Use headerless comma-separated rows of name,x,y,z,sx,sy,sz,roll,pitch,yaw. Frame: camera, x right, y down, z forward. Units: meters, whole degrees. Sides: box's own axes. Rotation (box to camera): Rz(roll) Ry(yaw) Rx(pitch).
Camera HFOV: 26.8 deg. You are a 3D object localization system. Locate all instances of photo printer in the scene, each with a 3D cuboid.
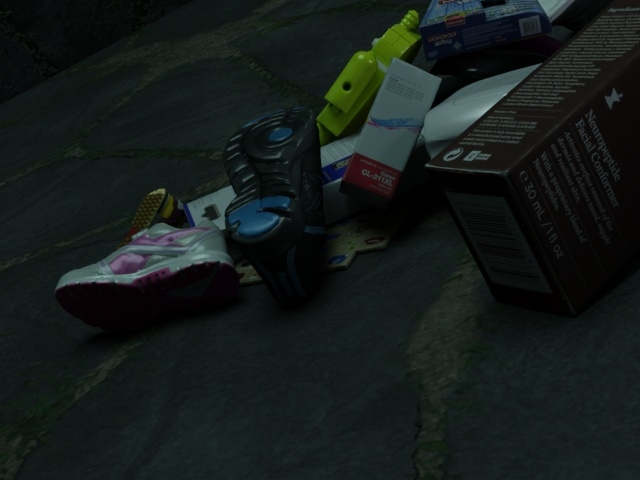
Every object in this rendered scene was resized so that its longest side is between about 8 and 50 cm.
photo printer,0.274,-0.162,1.731,0.256,0.107,0.307,-13,9,18

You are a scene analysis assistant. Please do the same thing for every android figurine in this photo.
android figurine,0.067,-0.234,2.056,0.273,0.056,0.248,-53,-5,6

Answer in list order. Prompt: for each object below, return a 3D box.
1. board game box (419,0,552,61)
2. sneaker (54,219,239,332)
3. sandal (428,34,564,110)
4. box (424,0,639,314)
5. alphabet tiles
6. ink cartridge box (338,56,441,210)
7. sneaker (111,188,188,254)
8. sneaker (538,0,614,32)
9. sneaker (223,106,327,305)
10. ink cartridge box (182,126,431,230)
board game box,0.245,-0.352,2.080,0.194,0.060,0.194,-12,25,5
sneaker,-0.227,0.042,1.778,0.252,0.103,0.111,-10,43,8
sandal,0.301,-0.278,2.068,0.446,0.107,0.167,-15,21,20
box,0.315,-0.111,1.457,0.381,0.191,0.143,-42,27,-23
alphabet tiles,0.000,0.000,1.820,0.237,0.009,0.198,-10,23,28
ink cartridge box,0.090,-0.137,1.763,0.127,0.072,0.175,93,-160,-85
sneaker,-0.245,0.018,1.945,0.070,0.084,0.185,-2,54,51
sneaker,0.385,-0.368,2.202,0.296,0.147,0.104,-36,54,-3
sneaker,-0.055,-0.054,1.754,0.125,0.139,0.340,-14,33,15
ink cartridge box,-0.007,-0.075,1.910,0.371,0.069,0.176,-21,21,-5
